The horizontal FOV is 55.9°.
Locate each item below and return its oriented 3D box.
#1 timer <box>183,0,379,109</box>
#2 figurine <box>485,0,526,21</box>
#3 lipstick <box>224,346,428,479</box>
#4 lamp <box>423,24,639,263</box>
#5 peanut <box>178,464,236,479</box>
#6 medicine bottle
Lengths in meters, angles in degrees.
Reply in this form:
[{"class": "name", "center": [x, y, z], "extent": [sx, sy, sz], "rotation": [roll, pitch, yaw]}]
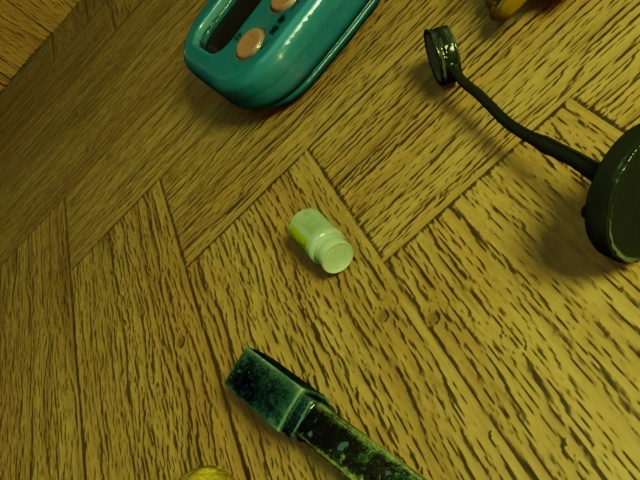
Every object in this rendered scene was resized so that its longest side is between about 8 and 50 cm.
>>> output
[{"class": "timer", "center": [-0.058, -0.366, 0.942], "extent": [0.340, 0.115, 0.309], "rotation": [-51, 42, 3]}, {"class": "figurine", "center": [0.227, -0.317, 0.682], "extent": [0.122, 0.121, 0.176], "rotation": [-54, 18, 42]}, {"class": "lipstick", "center": [0.020, 0.188, 0.550], "extent": [0.312, 0.051, 0.051], "rotation": [24, 79, 46]}, {"class": "lamp", "center": [0.213, -0.124, 0.578], "extent": [0.109, 0.130, 0.371], "rotation": [-22, 33, 2]}, {"class": "peanut", "center": [-0.119, 0.318, 0.562], "extent": [0.087, 0.087, 0.206], "rotation": [-17, 50, 34]}, {"class": "medicine bottle", "center": [0.000, 0.000, 0.694], "extent": [0.047, 0.047, 0.083], "rotation": [-49, 41, 5]}]
